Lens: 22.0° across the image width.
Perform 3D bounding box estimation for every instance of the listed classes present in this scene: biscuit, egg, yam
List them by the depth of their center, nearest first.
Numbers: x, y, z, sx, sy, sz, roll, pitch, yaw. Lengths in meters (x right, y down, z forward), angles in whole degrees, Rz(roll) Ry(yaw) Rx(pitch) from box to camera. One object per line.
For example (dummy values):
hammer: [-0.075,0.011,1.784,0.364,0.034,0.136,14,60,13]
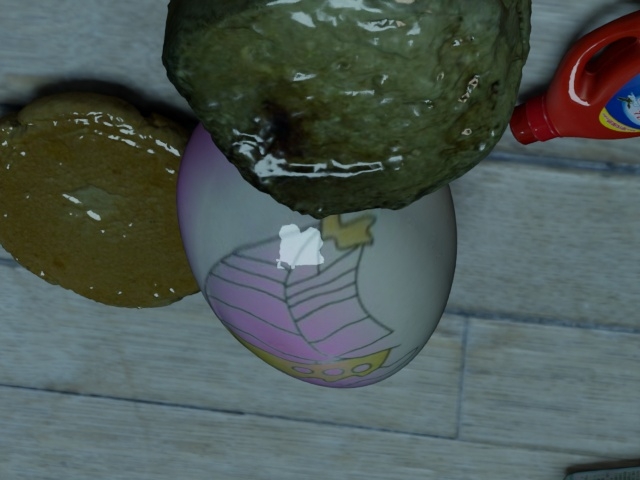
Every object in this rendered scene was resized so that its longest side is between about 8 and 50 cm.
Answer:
yam: [0.022,-0.172,0.918,0.195,0.300,0.195,5,146,3]
egg: [0.000,0.000,1.165,0.196,0.196,0.271,3,131,9]
biscuit: [-0.165,-0.030,1.280,0.226,0.042,0.226,7,138,6]

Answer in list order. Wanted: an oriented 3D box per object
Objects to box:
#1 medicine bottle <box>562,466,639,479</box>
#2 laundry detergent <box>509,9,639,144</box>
medicine bottle: [0.311,0.259,1.439,0.188,0.094,0.119,-9,135,21]
laundry detergent: [0.201,-0.106,1.117,0.165,0.049,0.097,-19,129,29]
